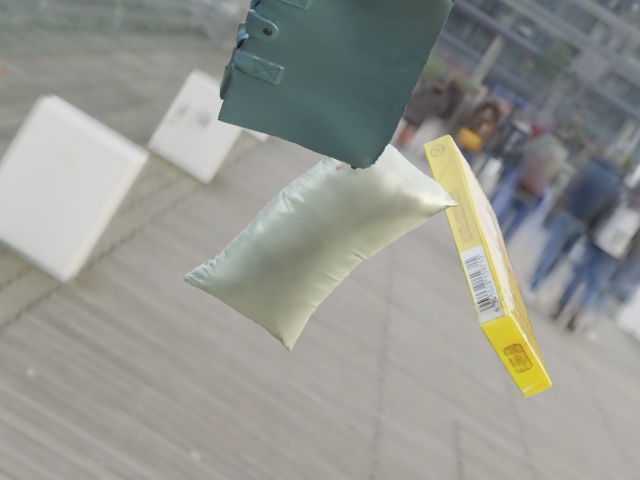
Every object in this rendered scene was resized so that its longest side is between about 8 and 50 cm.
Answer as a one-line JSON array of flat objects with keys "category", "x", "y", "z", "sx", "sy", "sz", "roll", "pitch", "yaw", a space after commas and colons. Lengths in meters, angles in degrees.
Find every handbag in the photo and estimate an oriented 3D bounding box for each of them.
[{"category": "handbag", "x": 0.010, "y": -0.157, "z": 1.268, "sx": 0.144, "sy": 0.221, "sz": 0.057, "roll": 16, "pitch": 51, "yaw": -8}]

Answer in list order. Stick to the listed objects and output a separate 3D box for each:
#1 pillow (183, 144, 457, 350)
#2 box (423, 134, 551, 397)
[{"category": "pillow", "x": 0.000, "y": 0.001, "z": 1.661, "sx": 0.144, "sy": 0.254, "sz": 0.078, "roll": 38, "pitch": 19, "yaw": -29}, {"category": "box", "x": 0.183, "y": 0.025, "z": 1.808, "sx": 0.152, "sy": 0.043, "sz": 0.269, "roll": 56, "pitch": 16, "yaw": -48}]
